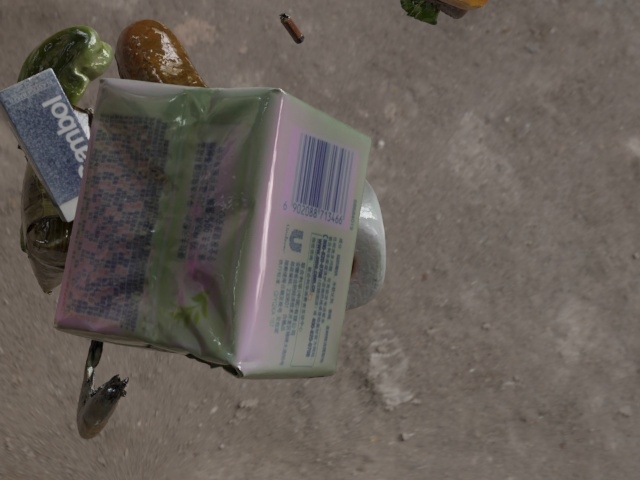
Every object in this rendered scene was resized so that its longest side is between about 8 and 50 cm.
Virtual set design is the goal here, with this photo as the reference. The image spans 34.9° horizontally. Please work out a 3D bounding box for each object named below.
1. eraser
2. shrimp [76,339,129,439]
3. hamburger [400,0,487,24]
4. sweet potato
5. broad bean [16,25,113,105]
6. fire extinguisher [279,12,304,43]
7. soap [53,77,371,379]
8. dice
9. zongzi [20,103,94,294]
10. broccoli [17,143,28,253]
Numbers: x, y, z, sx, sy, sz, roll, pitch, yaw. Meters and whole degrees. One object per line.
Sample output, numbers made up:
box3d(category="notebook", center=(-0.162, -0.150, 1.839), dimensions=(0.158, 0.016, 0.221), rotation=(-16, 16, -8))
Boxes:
box3d(category="eraser", center=(-0.392, -0.139, 1.508), dimensions=(0.092, 0.046, 0.212), rotation=(-31, 105, -22))
box3d(category="shrimp", center=(-0.396, 0.239, 1.832), dimensions=(0.051, 0.262, 0.198), rotation=(8, 60, -25))
box3d(category="hamburger", center=(0.104, -0.274, 0.941), dimensions=(0.087, 0.166, 0.137), rotation=(33, 104, 32))
box3d(category="sweet potato", center=(-0.165, -0.167, 1.232), dimensions=(0.097, 0.097, 0.292), rotation=(-32, 59, -17))
box3d(category="broad bean", center=(-0.464, -0.291, 1.802), dimensions=(0.153, 0.072, 0.206), rotation=(37, 82, 31))
box3d(category="fire extinguisher", center=(-0.058, -0.426, 2.027), dimensions=(0.028, 0.083, 0.022), rotation=(25, 74, 39))
box3d(category="soap", center=(-0.079, -0.007, 0.756), dimensions=(0.182, 0.138, 0.199), rotation=(7, 87, 32))
box3d(category="dice", center=(0.000, 0.000, 1.703), dimensions=(0.193, 0.192, 0.194), rotation=(-8, 121, -9))
box3d(category="zongzi", center=(-0.441, -0.063, 1.734), dimensions=(0.134, 0.288, 0.285), rotation=(6, 69, -17))
box3d(category="broccoli", center=(-0.521, -0.094, 1.964), dimensions=(0.165, 0.304, 0.145), rotation=(-3, 44, -38))
